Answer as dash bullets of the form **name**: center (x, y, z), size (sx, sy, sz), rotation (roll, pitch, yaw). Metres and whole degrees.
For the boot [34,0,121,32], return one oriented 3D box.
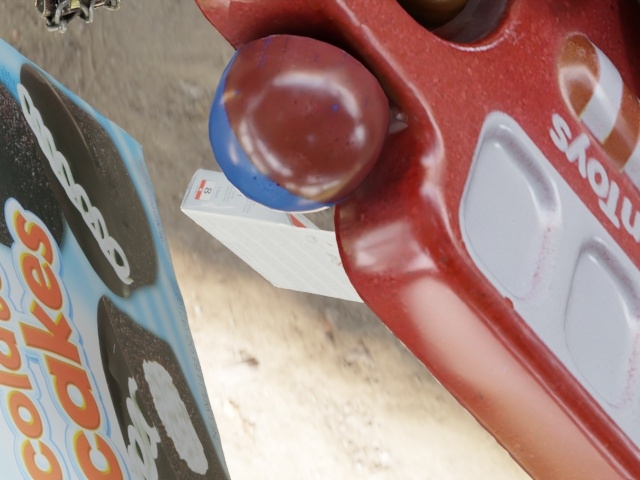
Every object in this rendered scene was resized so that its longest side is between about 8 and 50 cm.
- **boot**: center (-0.106, -0.201, 1.247), size (0.229, 0.091, 0.263), rotation (-25, 90, -28)

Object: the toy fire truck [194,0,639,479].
- **toy fire truck**: center (0.060, -0.070, 0.559), size (0.169, 0.254, 0.302), rotation (-20, 127, 35)

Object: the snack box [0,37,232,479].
- **snack box**: center (-0.091, 0.076, 0.568), size (0.060, 0.322, 0.187), rotation (-25, 153, 15)

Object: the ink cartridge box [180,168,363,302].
- **ink cartridge box**: center (0.000, 0.000, 1.312), size (0.145, 0.179, 0.045), rotation (41, 63, -47)
